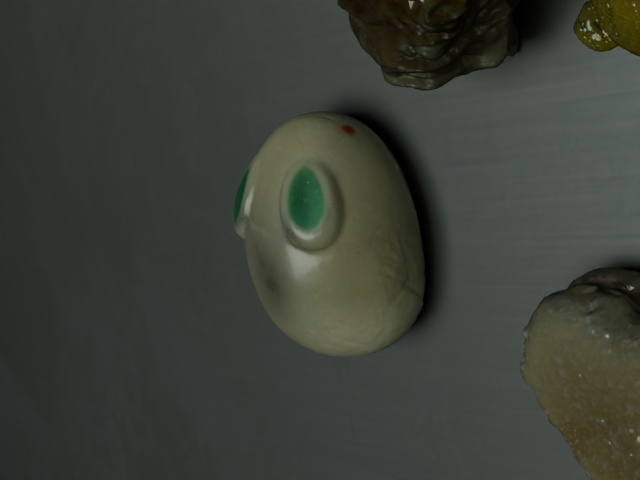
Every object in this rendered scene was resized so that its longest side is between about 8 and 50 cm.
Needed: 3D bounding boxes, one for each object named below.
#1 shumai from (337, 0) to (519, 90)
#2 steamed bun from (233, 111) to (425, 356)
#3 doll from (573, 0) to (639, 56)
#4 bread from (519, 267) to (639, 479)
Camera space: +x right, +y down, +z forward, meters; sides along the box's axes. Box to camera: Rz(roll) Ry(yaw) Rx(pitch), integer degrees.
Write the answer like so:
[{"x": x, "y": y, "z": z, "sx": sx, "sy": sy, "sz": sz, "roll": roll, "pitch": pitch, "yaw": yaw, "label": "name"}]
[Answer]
[{"x": 0.107, "y": -0.187, "z": 0.770, "sx": 0.185, "sy": 0.184, "sz": 0.218, "roll": 51, "pitch": 174, "yaw": -39, "label": "shumai"}, {"x": 0.000, "y": 0.000, "z": 0.991, "sx": 0.177, "sy": 0.130, "sz": 0.228, "roll": 14, "pitch": 118, "yaw": 50, "label": "steamed bun"}, {"x": 0.225, "y": -0.207, "z": 0.654, "sx": 0.137, "sy": 0.097, "sz": 0.210, "roll": 18, "pitch": 113, "yaw": 29, "label": "doll"}, {"x": 0.283, "y": 0.144, "z": 0.737, "sx": 0.337, "sy": 0.102, "sz": 0.183, "roll": 54, "pitch": 137, "yaw": 23, "label": "bread"}]
